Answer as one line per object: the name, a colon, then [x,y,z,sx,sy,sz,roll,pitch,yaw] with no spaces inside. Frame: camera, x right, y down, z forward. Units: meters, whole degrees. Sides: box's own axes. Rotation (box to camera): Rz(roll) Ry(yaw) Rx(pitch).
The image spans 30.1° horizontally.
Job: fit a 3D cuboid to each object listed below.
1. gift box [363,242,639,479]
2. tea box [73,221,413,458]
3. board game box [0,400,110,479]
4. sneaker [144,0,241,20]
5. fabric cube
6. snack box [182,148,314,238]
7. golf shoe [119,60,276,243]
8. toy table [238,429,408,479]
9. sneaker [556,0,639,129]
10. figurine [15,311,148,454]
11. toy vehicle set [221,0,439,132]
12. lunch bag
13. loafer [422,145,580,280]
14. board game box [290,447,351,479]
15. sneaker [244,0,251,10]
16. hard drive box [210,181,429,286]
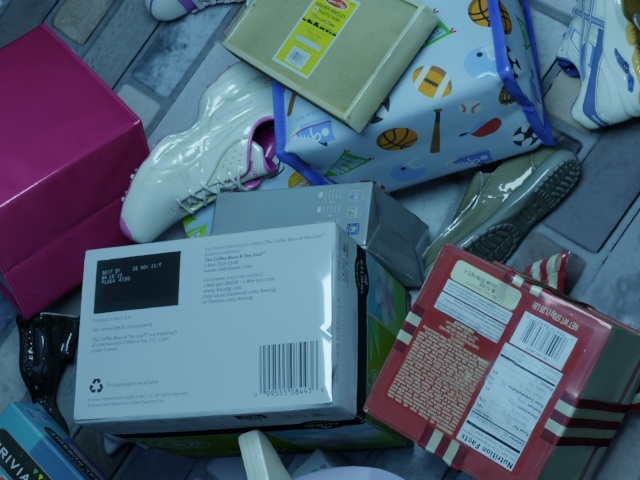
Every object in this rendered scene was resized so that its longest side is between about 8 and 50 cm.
gift box: [0.248,0.147,1.384,0.255,0.258,0.276,34,96,28]
tea box: [-0.081,0.140,1.484,0.329,0.323,0.220,-6,71,20]
board game box: [-0.427,0.429,1.615,0.254,0.079,0.336,40,94,22]
sneaker: [-0.129,-0.393,1.802,0.282,0.102,0.161,-34,67,9]
fabric cube: [-0.407,-0.097,1.691,0.258,0.259,0.254,-37,61,-20]
snack box: [-0.107,-0.091,1.711,0.207,0.070,0.174,-25,66,14]
golf shoe: [-0.150,-0.103,1.633,0.140,0.115,0.306,40,91,24]
toy table: [-0.020,0.349,1.380,0.274,0.161,0.252,-33,65,10]
sneaker: [0.360,-0.284,1.564,0.131,0.112,0.296,-26,52,36]
figurine: [-0.336,0.206,1.710,0.215,0.092,0.209,-6,79,20]
toy vehicle set: [0.005,-0.256,1.466,0.267,0.035,0.166,37,92,42]
lunch bag: [0.112,-0.272,1.583,0.328,0.239,0.385,-17,60,19]
loafer: [0.226,-0.037,1.558,0.251,0.094,0.087,-41,50,0]
board game box: [-0.027,0.448,1.493,0.303,0.097,0.224,-45,63,5]
sneaker: [-0.061,-0.295,1.759,0.073,0.063,0.162,-25,89,-2]
hard drive box: [0.000,0.000,1.561,0.232,0.181,0.089,-3,71,28]
